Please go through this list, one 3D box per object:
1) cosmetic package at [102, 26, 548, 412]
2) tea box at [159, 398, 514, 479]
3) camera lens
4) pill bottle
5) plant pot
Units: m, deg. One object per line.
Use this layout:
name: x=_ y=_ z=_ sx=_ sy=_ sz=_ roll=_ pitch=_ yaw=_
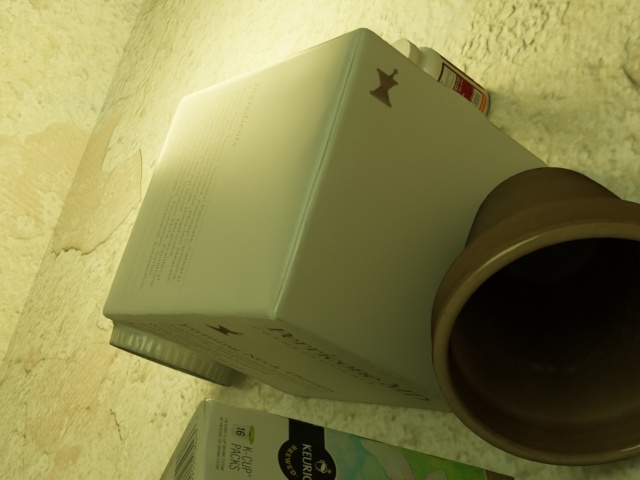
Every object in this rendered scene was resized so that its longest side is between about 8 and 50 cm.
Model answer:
cosmetic package: x=0.000 y=0.000 z=1.069 sx=0.393 sy=0.329 sz=0.328 roll=-7 pitch=61 yaw=52
tea box: x=0.006 y=0.356 z=0.735 sx=0.329 sy=0.323 sz=0.220 roll=-92 pitch=25 yaw=-50
camera lens: x=-0.190 y=0.068 z=1.376 sx=0.219 sy=0.219 sz=0.275 roll=2 pitch=68 yaw=54
pill bottle: x=0.149 y=-0.206 z=1.176 sx=0.086 sy=0.152 sz=0.086 roll=-33 pitch=43 yaw=36
plant pot: x=0.235 y=0.043 z=0.836 sx=0.263 sy=0.263 sz=0.229 roll=-44 pitch=18 yaw=25
